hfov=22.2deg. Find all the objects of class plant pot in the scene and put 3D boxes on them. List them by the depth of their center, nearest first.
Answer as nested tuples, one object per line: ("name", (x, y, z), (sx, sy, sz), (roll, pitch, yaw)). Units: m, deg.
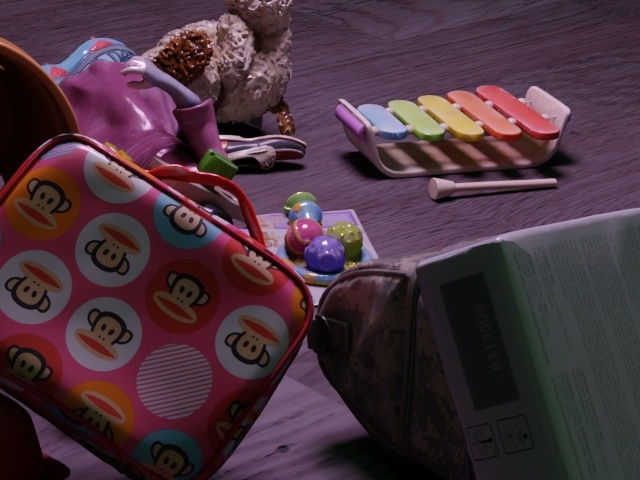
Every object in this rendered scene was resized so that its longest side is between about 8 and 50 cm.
("plant pot", (-0.420, -0.108, 1.790), (0.291, 0.291, 0.203), (-4, 21, -17))

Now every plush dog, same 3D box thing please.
("plush dog", (-0.158, -0.220, 2.204), (0.225, 0.210, 0.262), (-13, -9, -32))

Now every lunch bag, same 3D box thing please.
("lunch bag", (-0.159, 0.047, 1.400), (0.293, 0.258, 0.120), (35, -14, 2))
("lunch bag", (0.174, 0.089, 1.488), (0.305, 0.212, 0.256), (-8, 20, -33))

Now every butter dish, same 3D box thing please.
("butter dish", (-0.313, 0.162, 1.369), (0.160, 0.118, 0.160), (19, 27, 31))

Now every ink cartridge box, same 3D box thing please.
("ink cartridge box", (0.253, 0.132, 1.310), (0.091, 0.308, 0.385), (-21, -7, 37))

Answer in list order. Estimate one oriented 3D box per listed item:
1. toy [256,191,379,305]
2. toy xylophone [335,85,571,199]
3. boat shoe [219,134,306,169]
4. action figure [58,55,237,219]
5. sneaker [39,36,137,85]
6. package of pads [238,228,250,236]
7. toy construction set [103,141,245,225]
("toy", (0.000, 0.000, 1.881), (0.137, 0.056, 0.237), (-3, 23, -12))
("toy xylophone", (0.193, -0.138, 2.206), (0.323, 0.081, 0.236), (-9, 26, -27))
("boat shoe", (-0.085, -0.113, 2.161), (0.137, 0.049, 0.043), (0, 65, -13))
("action figure", (-0.199, -0.064, 1.919), (0.370, 0.248, 0.276), (34, 2, 41))
("sneaker", (-0.322, -0.200, 2.302), (0.125, 0.104, 0.262), (29, 34, 15))
("package of pads", (-0.094, 0.015, 1.862), (0.050, 0.032, 0.083), (-1, 23, -13))
("toy construction set", (-0.218, -0.033, 1.561), (0.309, 0.237, 0.257), (30, 16, -28))
